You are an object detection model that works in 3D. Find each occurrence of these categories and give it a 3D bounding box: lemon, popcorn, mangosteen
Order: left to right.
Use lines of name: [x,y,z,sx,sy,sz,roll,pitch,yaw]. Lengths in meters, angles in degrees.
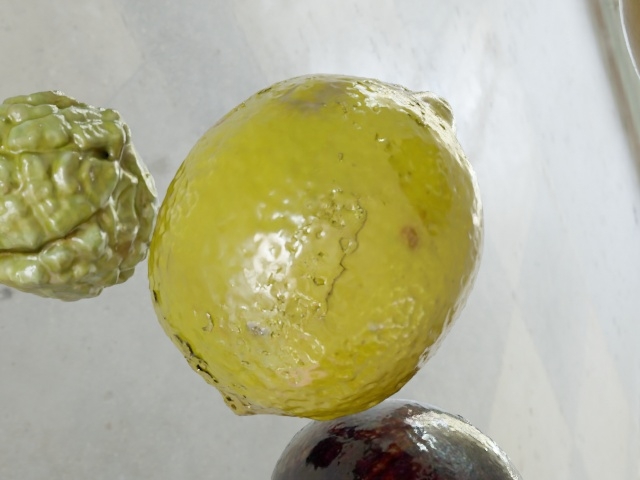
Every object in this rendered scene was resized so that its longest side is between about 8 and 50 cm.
popcorn: [-0.316,-0.045,1.053,0.270,0.258,0.224,16,71,-20]
lemon: [0.000,0.000,0.746,0.310,0.258,0.258,-53,142,0]
mangosteen: [0.071,0.323,0.962,0.330,0.330,0.330,28,57,-56]

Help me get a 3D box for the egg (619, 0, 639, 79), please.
egg: [0.347,-0.150,0.618,0.323,0.250,0.250,61,27,10]
